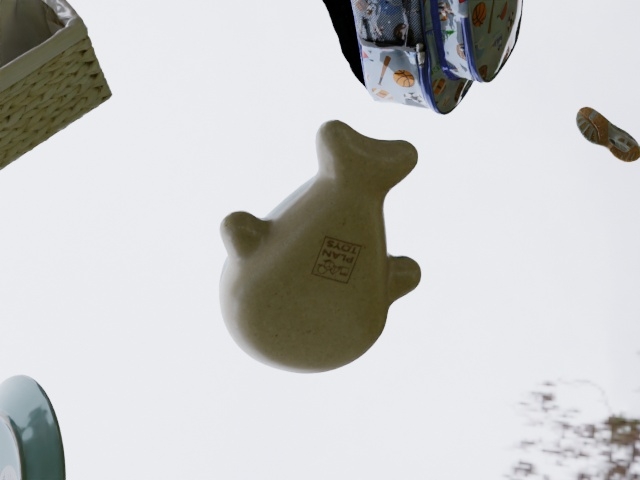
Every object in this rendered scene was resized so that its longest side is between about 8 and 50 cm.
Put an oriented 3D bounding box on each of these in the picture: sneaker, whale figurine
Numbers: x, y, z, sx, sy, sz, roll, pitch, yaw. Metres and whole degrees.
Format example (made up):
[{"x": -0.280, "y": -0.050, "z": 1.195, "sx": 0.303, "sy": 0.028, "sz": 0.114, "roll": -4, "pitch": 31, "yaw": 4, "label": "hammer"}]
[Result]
[{"x": 0.311, "y": -0.113, "z": 1.229, "sx": 0.083, "sy": 0.032, "sz": 0.037, "roll": 46, "pitch": -155, "yaw": 19, "label": "sneaker"}, {"x": 0.000, "y": 0.000, "z": 1.157, "sx": 0.216, "sy": 0.141, "sz": 0.272, "roll": 14, "pitch": -67, "yaw": -15, "label": "whale figurine"}]

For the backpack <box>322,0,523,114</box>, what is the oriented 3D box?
[{"x": 0.150, "y": -0.302, "z": 1.475, "sx": 0.276, "sy": 0.213, "sz": 0.263, "roll": -48, "pitch": -30, "yaw": -36, "label": "backpack"}]

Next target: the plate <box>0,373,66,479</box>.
[{"x": -0.255, "y": 0.200, "z": 0.908, "sx": 0.024, "sy": 0.188, "sz": 0.188, "roll": 10, "pitch": -99, "yaw": -37, "label": "plate"}]

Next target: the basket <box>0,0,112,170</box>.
[{"x": -0.298, "y": -0.155, "z": 1.085, "sx": 0.167, "sy": 0.113, "sz": 0.103, "roll": -35, "pitch": -39, "yaw": -13, "label": "basket"}]
